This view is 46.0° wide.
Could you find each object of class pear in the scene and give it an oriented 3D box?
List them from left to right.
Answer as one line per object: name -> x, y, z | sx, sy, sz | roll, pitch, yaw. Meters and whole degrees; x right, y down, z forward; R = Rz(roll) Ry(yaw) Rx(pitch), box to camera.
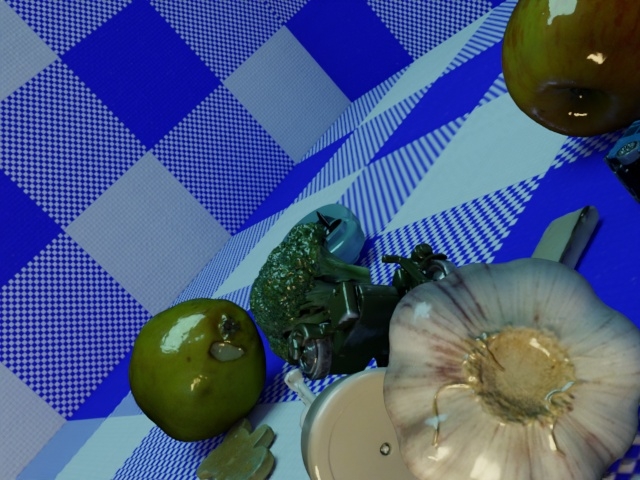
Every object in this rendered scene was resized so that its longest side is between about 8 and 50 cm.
pear -> -0.238, 0.248, 1.460 | 0.321, 0.269, 0.269 | -60, 2, 34

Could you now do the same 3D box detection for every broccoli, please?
broccoli -> -0.019, 0.100, 1.414 | 0.241, 0.269, 0.261 | -6, -4, 7

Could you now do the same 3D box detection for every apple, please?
apple -> 0.439, -0.298, 1.205 | 0.301, 0.301, 0.301 | -40, 14, 12

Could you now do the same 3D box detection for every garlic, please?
garlic -> 0.185, 0.149, 0.747 | 0.245, 0.245, 0.253 | -45, -18, -8

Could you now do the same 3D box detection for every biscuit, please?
biscuit -> -0.139, 0.376, 1.281 | 0.153, 0.030, 0.234 | -49, 15, -21

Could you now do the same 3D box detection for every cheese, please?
cheese -> 0.264, 0.098, 0.982 | 0.400, 0.034, 0.085 | -51, 11, -32

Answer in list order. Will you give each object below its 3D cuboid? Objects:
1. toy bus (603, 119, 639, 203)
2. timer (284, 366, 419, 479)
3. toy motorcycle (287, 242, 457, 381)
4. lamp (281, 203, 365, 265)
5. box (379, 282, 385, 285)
toy bus -> 0.463, -0.116, 0.940 | 0.106, 0.090, 0.184 | -46, 13, -20
timer -> 0.031, 0.240, 0.941 | 0.175, 0.175, 0.266 | -47, 9, -17
toy motorcycle -> 0.074, 0.108, 1.080 | 0.275, 0.205, 0.127 | 116, 148, -42
lamp -> 0.008, 0.008, 1.729 | 0.209, 0.147, 0.284 | -48, 6, -11
box -> 0.097, 0.123, 1.330 | 0.083, 0.054, 0.024 | -42, 9, 5
